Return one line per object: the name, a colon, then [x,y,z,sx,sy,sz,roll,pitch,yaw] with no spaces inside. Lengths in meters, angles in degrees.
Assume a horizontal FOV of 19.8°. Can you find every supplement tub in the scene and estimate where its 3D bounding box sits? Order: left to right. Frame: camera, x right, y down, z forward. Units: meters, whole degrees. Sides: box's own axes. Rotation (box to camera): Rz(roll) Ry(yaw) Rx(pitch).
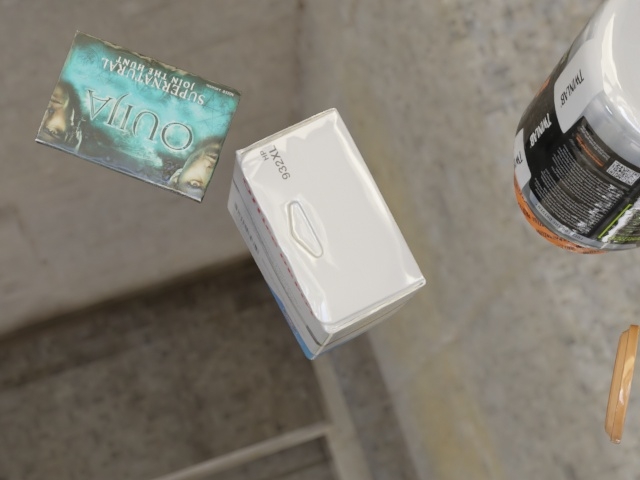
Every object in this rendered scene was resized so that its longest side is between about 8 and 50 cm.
supplement tub: [0.300,-0.108,1.764,0.193,0.194,0.316,-17,164,-17]

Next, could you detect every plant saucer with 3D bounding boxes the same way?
plant saucer: [0.208,0.099,1.273,0.013,0.083,0.083,10,174,8]

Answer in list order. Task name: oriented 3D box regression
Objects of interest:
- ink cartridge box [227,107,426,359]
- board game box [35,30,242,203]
ink cartridge box: [0.000,0.000,2.104,0.129,0.223,0.307,-26,174,-8]
board game box: [-0.190,-0.129,1.924,0.186,0.126,0.026,20,174,-2]
